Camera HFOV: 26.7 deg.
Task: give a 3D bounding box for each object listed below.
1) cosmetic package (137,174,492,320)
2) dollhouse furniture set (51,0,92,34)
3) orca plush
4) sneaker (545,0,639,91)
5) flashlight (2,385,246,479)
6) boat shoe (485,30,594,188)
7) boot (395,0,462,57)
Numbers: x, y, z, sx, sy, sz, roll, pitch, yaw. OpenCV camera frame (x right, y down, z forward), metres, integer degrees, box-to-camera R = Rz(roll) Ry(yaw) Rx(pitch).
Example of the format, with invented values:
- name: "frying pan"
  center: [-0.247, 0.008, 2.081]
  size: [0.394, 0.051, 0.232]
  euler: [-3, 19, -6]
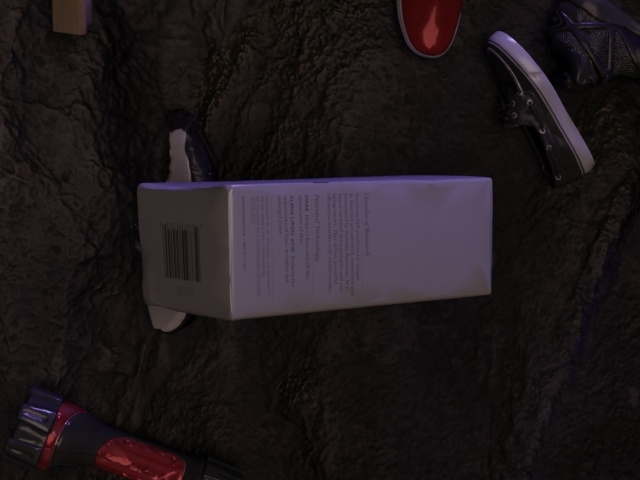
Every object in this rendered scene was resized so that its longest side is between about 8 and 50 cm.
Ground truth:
- name: "cosmetic package"
  center: [0.000, 0.000, 1.624]
  size: [0.385, 0.217, 0.156]
  euler: [-5, 96, -36]
- name: "dollhouse furniture set"
  center: [-0.442, -0.420, 1.574]
  size: [0.303, 0.174, 0.355]
  euler: [8, 111, 20]
- name: "orca plush"
  center: [-0.166, -0.027, 1.744]
  size: [0.151, 0.102, 0.287]
  euler: [-5, 92, 36]
- name: "sneaker"
  center: [0.397, -0.229, 1.802]
  size: [0.227, 0.087, 0.130]
  euler: [31, 91, -7]
- name: "flashlight"
  center: [-0.248, 0.284, 1.727]
  size: [0.304, 0.103, 0.103]
  euler: [22, 57, -6]
- name: "boat shoe"
  center: [0.276, -0.168, 1.795]
  size: [0.076, 0.080, 0.228]
  euler: [-37, 107, -6]
- name: "boot"
  center: [0.160, -0.355, 1.706]
  size: [0.088, 0.176, 0.244]
  euler: [5, 95, -11]
